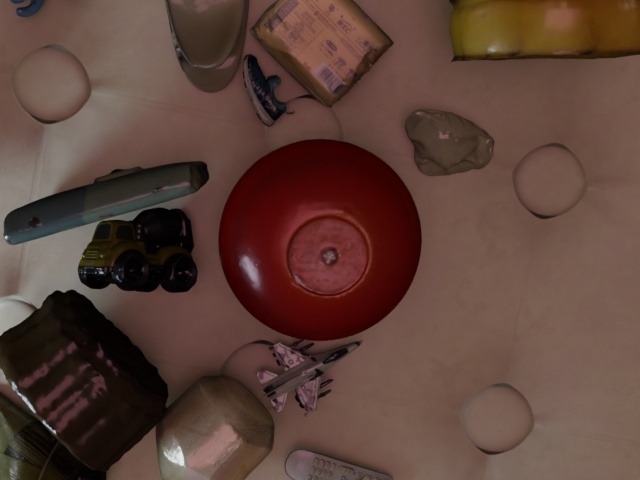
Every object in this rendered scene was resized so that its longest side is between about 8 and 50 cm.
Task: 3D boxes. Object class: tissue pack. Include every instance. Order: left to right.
[{"bbox_3d":[0.002,-0.388,1.851,0.222,0.090,0.186,43,96,-5],"label":"tissue pack"}]

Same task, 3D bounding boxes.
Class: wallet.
[{"bbox_3d":[-0.381,-0.083,1.792,0.360,0.252,0.083,-14,101,3],"label":"wallet"}]

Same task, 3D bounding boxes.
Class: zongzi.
[{"bbox_3d":[-0.609,0.475,1.874,0.317,0.154,0.289,35,55,5],"label":"zongzi"}]

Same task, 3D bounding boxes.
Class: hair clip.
[{"bbox_3d":[-0.213,-0.426,1.835,0.172,0.113,0.282,-3,92,-2],"label":"hair clip"}]

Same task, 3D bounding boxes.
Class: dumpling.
[{"bbox_3d":[0.236,-0.183,1.895,0.169,0.100,0.134,7,134,-24],"label":"dumpling"}]

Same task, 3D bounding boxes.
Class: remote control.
[{"bbox_3d":[0.035,0.478,1.987,0.229,0.044,0.073,19,99,-13],"label":"remote control"}]

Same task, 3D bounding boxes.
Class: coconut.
[{"bbox_3d":[-0.215,0.384,1.883,0.224,0.224,0.234,41,100,-7],"label":"coconut"}]

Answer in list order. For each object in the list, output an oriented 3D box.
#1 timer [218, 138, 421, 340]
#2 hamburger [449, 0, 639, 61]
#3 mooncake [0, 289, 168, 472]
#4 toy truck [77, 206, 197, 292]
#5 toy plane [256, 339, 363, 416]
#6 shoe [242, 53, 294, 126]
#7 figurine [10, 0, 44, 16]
[{"bbox_3d":[0.000,0.000,1.808,0.378,0.279,0.378,-1,99,-4],"label":"timer"},{"bbox_3d":[0.399,-0.457,1.711,0.396,0.396,0.277,-3,98,-2],"label":"hamburger"},{"bbox_3d":[-0.431,0.252,1.804,0.187,0.324,0.324,-42,97,-3],"label":"mooncake"},{"bbox_3d":[-0.341,0.014,1.831,0.147,0.224,0.165,-1,86,42],"label":"toy truck"},{"bbox_3d":[-0.023,0.258,1.946,0.234,0.082,0.160,-28,87,-13],"label":"toy plane"},{"bbox_3d":[-0.107,-0.293,1.872,0.071,0.064,0.143,-24,100,2],"label":"shoe"},{"bbox_3d":[-0.541,-0.515,1.783,0.262,0.154,0.180,33,84,-2],"label":"figurine"}]
